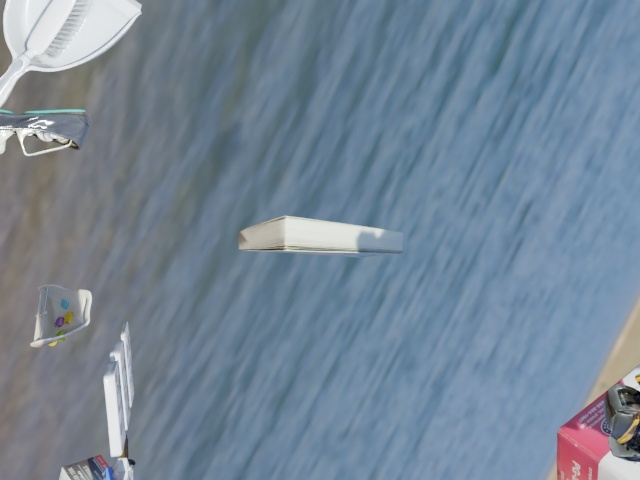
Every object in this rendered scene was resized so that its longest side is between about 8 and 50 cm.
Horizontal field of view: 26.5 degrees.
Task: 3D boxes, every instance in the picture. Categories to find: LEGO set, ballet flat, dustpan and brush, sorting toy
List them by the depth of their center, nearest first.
[{"bbox_3d":[-0.200,0.218,1.301,0.182,0.060,0.244,-107,-167,-77],"label":"LEGO set"},{"bbox_3d":[-0.326,-0.227,1.579,0.211,0.147,0.060,-55,172,6],"label":"dustpan and brush"},{"bbox_3d":[-0.319,0.094,1.708,0.045,0.075,0.083,39,43,-47],"label":"sorting toy"},{"bbox_3d":[-0.421,-0.152,1.880,0.074,0.203,0.074,-178,-90,-73],"label":"ballet flat"}]

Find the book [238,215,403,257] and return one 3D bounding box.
[{"bbox_3d":[0.000,0.000,1.413,0.096,0.144,0.035,-7,-99,58],"label":"book"}]

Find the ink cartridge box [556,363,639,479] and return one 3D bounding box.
[{"bbox_3d":[0.365,0.223,1.264,0.172,0.237,0.100,-33,138,-24],"label":"ink cartridge box"}]

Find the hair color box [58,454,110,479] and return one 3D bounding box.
[{"bbox_3d":[-0.254,0.328,1.489,0.053,0.093,0.167,-15,139,-37],"label":"hair color box"}]

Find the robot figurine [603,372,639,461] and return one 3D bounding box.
[{"bbox_3d":[0.321,0.123,0.903,0.211,0.085,0.291,-34,140,27],"label":"robot figurine"}]
